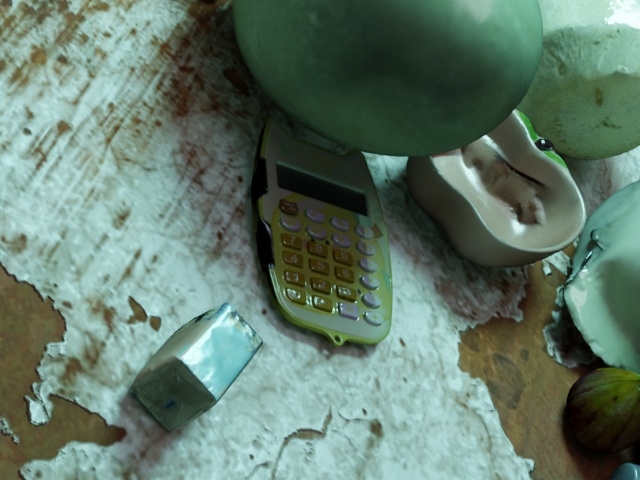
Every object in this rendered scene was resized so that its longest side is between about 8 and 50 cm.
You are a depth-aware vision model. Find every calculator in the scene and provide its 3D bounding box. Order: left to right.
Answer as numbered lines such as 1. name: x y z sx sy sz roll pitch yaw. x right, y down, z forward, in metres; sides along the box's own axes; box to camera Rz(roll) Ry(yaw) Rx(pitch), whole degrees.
1. calculator: 0.000 0.000 1.621 0.157 0.033 0.236 19 48 -33

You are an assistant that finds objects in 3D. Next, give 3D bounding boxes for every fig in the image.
1. fig: 0.305 0.158 1.701 0.089 0.125 0.089 21 49 -26

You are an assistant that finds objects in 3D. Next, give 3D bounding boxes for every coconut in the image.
1. coconut: 0.316 -0.237 1.967 0.237 0.237 0.266 24 43 -28

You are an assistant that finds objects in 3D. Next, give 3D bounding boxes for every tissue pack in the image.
1. tissue pack: -0.102 0.104 1.398 0.059 0.074 0.094 51 36 -8

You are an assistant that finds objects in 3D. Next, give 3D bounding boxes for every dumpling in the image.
1. dumpling: 0.374 0.047 1.869 0.227 0.243 0.175 59 -5 -14

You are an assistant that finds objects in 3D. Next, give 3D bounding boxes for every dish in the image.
1. dish: 0.169 -0.052 1.782 0.213 0.090 0.213 23 46 -26

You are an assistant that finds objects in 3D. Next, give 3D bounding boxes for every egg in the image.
1. egg: 0.059 -0.214 1.645 0.258 0.258 0.352 0 17 -44

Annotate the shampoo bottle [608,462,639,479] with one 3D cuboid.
1. shampoo bottle: 0.391 0.289 1.731 0.234 0.049 0.087 28 35 -24
